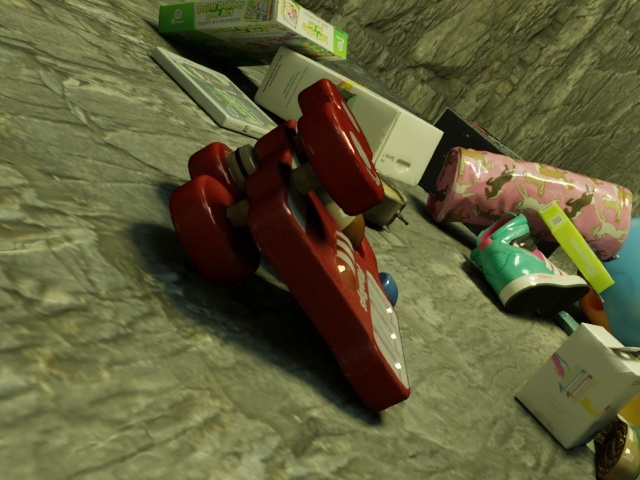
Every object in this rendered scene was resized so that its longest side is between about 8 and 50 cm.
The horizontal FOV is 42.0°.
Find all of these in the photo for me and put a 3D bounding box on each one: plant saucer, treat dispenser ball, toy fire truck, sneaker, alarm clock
[{"bbox_3d":[0.494,0.190,1.557,0.067,0.018,0.192,26,20,-37],"label":"plant saucer"},{"bbox_3d":[0.685,0.093,1.747,0.288,0.288,0.288,34,16,-11],"label":"treat dispenser ball"},{"bbox_3d":[0.000,0.000,0.814,0.254,0.169,0.302,58,10,-18],"label":"toy fire truck"},{"bbox_3d":[0.388,0.268,1.015,0.086,0.064,0.192,36,12,11],"label":"sneaker"},{"bbox_3d":[0.367,0.041,1.502,0.295,0.124,0.178,13,43,-54],"label":"sneaker"},{"bbox_3d":[0.054,-0.089,1.297,0.192,0.064,0.129,38,16,-9],"label":"alarm clock"}]

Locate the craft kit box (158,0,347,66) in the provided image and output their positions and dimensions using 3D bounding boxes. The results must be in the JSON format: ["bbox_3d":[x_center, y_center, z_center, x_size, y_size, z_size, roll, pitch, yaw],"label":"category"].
[{"bbox_3d":[-0.116,-0.372,1.494,0.249,0.061,0.246,3,-5,30],"label":"craft kit box"}]

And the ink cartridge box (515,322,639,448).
[{"bbox_3d":[0.330,0.171,1.020,0.090,0.143,0.092,47,18,30],"label":"ink cartridge box"}]

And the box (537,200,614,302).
[{"bbox_3d":[0.475,0.019,1.535,0.178,0.042,0.109,50,15,-17],"label":"box"}]

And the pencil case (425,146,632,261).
[{"bbox_3d":[0.410,-0.072,1.642,0.386,0.167,0.160,14,9,-6],"label":"pencil case"}]

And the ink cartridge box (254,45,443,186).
[{"bbox_3d":[0.054,-0.221,1.493,0.278,0.117,0.201,34,12,27],"label":"ink cartridge box"}]

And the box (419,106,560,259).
[{"bbox_3d":[0.413,-0.120,1.957,0.343,0.179,0.312,45,16,22],"label":"box"}]

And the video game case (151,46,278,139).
[{"bbox_3d":[-0.152,-0.222,1.301,0.190,0.022,0.173,46,18,26],"label":"video game case"}]

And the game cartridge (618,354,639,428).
[{"bbox_3d":[0.550,0.238,1.051,0.324,0.285,0.052,45,17,28],"label":"game cartridge"}]
